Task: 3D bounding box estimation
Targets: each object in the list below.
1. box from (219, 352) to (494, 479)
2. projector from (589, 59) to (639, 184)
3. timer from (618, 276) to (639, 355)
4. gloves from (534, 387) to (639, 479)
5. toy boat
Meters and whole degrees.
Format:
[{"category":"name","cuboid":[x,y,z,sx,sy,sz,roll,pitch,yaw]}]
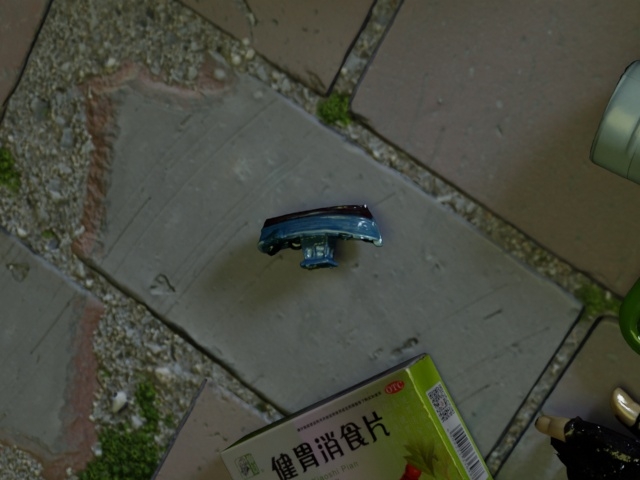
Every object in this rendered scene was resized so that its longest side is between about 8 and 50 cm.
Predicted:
[{"category":"box","cuboid":[0.040,0.251,1.563,0.260,0.062,0.175,-28,89,29]},{"category":"projector","cuboid":[0.409,-0.046,1.295,0.337,0.108,0.108,28,112,17]},{"category":"timer","cuboid":[0.358,0.064,1.379,0.128,0.047,0.140,37,115,11]},{"category":"gloves","cuboid":[0.284,0.224,1.418,0.180,0.106,0.129,26,114,14]},{"category":"toy boat","cuboid":[0.000,0.000,1.523,0.137,0.060,0.061,-9,79,21]}]
